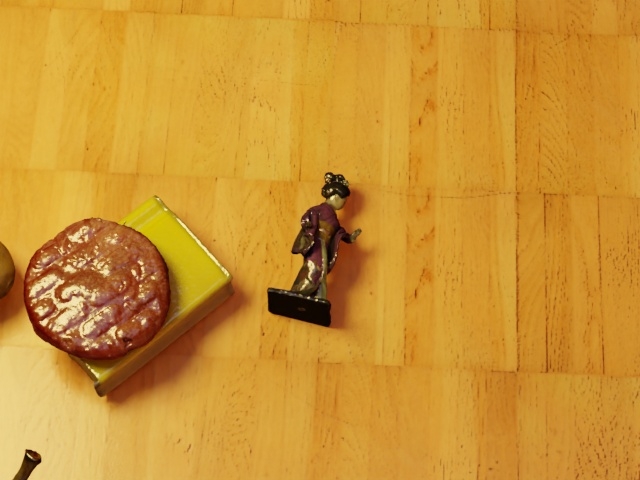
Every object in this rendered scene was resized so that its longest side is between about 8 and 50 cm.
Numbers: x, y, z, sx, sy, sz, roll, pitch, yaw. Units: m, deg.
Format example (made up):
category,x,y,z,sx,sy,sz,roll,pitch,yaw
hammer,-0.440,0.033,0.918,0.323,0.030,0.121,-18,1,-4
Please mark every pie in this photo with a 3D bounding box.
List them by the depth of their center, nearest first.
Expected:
category,x,y,z,sx,sy,sz,roll,pitch,yaw
pie,-0.268,0.060,1.784,0.182,0.049,0.182,1,68,-2

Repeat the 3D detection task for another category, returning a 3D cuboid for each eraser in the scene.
category,x,y,z,sx,sy,sz,roll,pitch,yaw
eraser,-0.235,0.066,1.846,0.226,0.069,0.158,-38,70,-17

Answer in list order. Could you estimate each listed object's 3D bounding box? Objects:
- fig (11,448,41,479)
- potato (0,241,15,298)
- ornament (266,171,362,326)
category,x,y,z,sx,sy,sz,roll,pitch,yaw
fig,-0.422,0.329,1.675,0.274,0.145,0.170,-36,71,0
potato,-0.469,0.038,1.827,0.176,0.137,0.137,-22,68,-12
ornament,0.007,0.005,1.869,0.081,0.088,0.203,20,65,7
